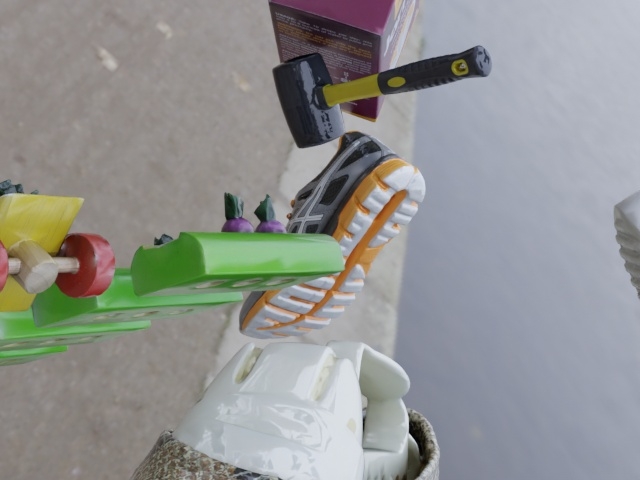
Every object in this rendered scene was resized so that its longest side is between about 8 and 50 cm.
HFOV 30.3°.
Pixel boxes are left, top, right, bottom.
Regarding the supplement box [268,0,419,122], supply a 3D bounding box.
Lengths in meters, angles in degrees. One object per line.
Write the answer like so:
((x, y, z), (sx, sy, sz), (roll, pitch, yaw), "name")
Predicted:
((0.022, -0.169, 0.849), (0.080, 0.104, 0.188), (19, -10, 6), "supplement box")

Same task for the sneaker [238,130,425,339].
((0.000, 0.000, 1.004), (0.084, 0.215, 0.083), (19, 29, -49), "sneaker")

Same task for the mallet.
((0.038, -0.089, 0.748), (0.039, 0.189, 0.062), (-26, 110, -35), "mallet")

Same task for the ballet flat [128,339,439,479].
((-0.011, 0.152, 0.794), (0.164, 0.182, 0.483), (16, -3, 18), "ballet flat")

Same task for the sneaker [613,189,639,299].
((0.273, 0.055, 0.551), (0.282, 0.161, 0.102), (53, -4, 27), "sneaker")

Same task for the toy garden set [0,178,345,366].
((-0.146, 0.021, 0.567), (0.203, 0.244, 0.049), (1, 75, -56), "toy garden set")
